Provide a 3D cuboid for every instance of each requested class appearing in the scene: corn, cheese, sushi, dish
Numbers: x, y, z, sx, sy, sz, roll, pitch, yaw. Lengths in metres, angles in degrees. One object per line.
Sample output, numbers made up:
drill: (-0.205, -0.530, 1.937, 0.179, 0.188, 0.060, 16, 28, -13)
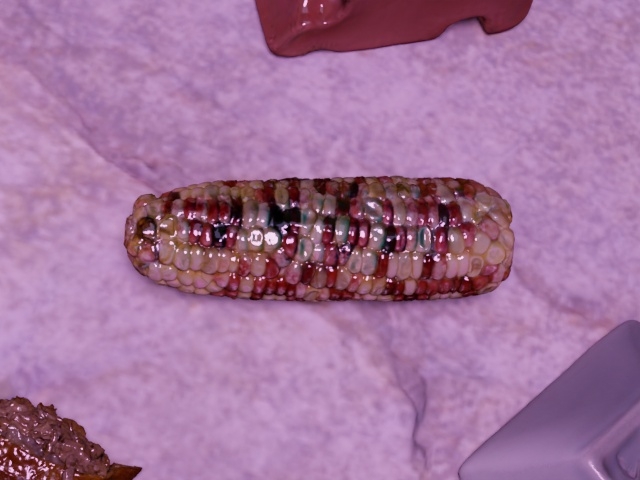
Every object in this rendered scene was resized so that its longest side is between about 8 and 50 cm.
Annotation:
corn: (0.000, 0.000, 0.801, 0.253, 0.086, 0.086, -1, 70, -10)
cheese: (0.078, -0.214, 0.891, 0.177, 0.203, 0.128, 6, 60, -43)
sushi: (-0.169, 0.125, 0.736, 0.120, 0.052, 0.055, 27, 81, 2)
dish: (0.234, 0.180, 0.783, 0.182, 0.080, 0.243, -37, 79, -22)
